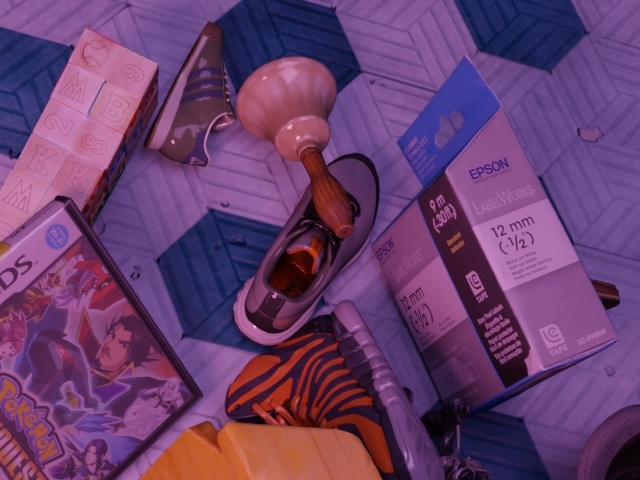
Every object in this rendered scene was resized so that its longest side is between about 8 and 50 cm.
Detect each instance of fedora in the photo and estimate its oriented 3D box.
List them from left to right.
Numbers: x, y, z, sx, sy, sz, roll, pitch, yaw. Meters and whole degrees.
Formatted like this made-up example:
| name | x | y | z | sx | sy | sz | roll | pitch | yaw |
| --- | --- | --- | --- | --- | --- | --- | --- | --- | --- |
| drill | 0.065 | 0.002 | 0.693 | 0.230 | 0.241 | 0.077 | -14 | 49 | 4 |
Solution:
| name | x | y | z | sx | sy | sz | roll | pitch | yaw |
| --- | --- | --- | --- | --- | --- | --- | --- | --- | --- |
| fedora | 0.367 | 0.317 | 1.497 | 0.244 | 0.124 | 0.275 | 48 | 50 | 5 |

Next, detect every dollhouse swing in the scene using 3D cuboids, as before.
| name | x | y | z | sx | sy | sz | roll | pitch | yaw |
| --- | --- | --- | --- | --- | --- | --- | --- | --- | --- |
| dollhouse swing | 0.029 | 0.309 | 1.281 | 0.305 | 0.347 | 0.315 | -17 | 71 | -33 |

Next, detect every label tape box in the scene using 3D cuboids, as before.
| name | x | y | z | sx | sy | sz | roll | pitch | yaw |
| --- | --- | --- | --- | --- | --- | --- | --- | --- | --- |
| label tape box | 0.160 | 0.005 | 1.499 | 0.115 | 0.249 | 0.348 | -22 | 78 | -23 |

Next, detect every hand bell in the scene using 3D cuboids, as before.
| name | x | y | z | sx | sy | sz | roll | pitch | yaw |
| --- | --- | --- | --- | --- | --- | --- | --- | --- | --- |
| hand bell | -0.008 | -0.088 | 1.529 | 0.126 | 0.126 | 0.242 | -4 | 45 | -19 |

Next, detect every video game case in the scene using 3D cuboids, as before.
| name | x | y | z | sx | sy | sz | roll | pitch | yaw |
| --- | --- | --- | --- | --- | --- | --- | --- | --- | --- |
| video game case | -0.276 | 0.137 | 1.341 | 0.248 | 0.035 | 0.275 | -43 | 119 | -24 |

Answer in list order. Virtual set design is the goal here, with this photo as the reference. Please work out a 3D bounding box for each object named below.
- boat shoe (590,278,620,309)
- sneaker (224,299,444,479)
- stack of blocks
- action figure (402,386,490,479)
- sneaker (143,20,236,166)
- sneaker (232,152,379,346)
| name | x | y | z | sx | sy | sz | roll | pitch | yaw |
| --- | --- | --- | --- | --- | --- | --- | --- | --- | --- |
| boat shoe | 0.282 | 0.050 | 1.635 | 0.178 | 0.064 | 0.060 | 8 | 65 | -11 |
| sneaker | 0.008 | 0.199 | 1.391 | 0.180 | 0.321 | 0.125 | -30 | 117 | 0 |
| stack of blocks | -0.279 | -0.061 | 1.451 | 0.087 | 0.171 | 0.297 | 26 | 79 | -3 |
| action figure | 0.142 | 0.288 | 1.416 | 0.164 | 0.141 | 0.276 | 6 | 34 | -25 |
| sneaker | -0.139 | -0.169 | 1.614 | 0.086 | 0.064 | 0.192 | 28 | 61 | -11 |
| sneaker | 0.000 | 0.000 | 1.548 | 0.100 | 0.108 | 0.271 | 32 | 59 | 0 |
